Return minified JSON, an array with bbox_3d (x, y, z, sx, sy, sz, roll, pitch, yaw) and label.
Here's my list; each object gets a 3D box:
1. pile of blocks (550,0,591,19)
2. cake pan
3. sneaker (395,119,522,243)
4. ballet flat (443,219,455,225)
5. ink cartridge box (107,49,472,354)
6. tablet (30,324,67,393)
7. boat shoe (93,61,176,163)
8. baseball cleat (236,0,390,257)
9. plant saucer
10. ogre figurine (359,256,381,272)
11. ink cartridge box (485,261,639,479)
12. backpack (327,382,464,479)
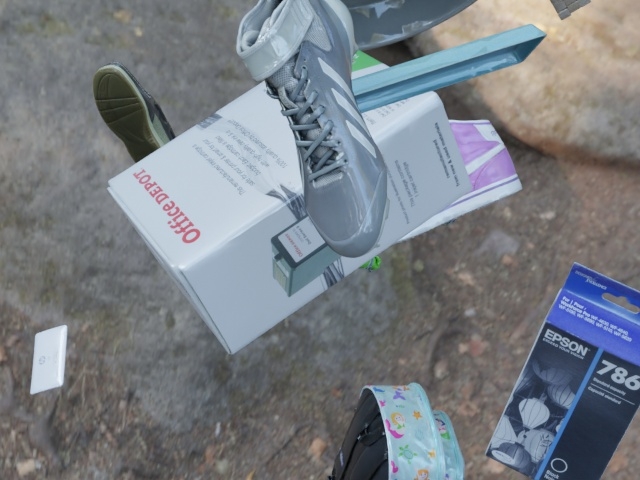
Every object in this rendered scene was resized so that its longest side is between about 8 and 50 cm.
[{"bbox_3d":[0.449,-0.547,2.031,0.149,0.112,0.362,54,20,-24],"label":"pile of blocks"},{"bbox_3d":[0.083,-0.304,1.182,0.293,0.293,0.054,-13,73,-25],"label":"cake pan"},{"bbox_3d":[0.150,-0.095,1.668,0.282,0.102,0.161,-25,94,-4],"label":"sneaker"},{"bbox_3d":[0.198,-0.067,1.986,0.114,0.041,0.041,40,54,10],"label":"ballet flat"},{"bbox_3d":[-0.035,-0.054,1.064,0.289,0.122,0.211,-34,37,-10],"label":"ink cartridge box"},{"bbox_3d":[-0.346,0.151,1.379,0.054,0.006,0.083,-18,58,25],"label":"tablet"},{"bbox_3d":[-0.288,-0.196,1.728,0.080,0.224,0.073,-9,40,23],"label":"boat shoe"},{"bbox_3d":[-0.012,-0.089,0.756,0.109,0.072,0.206,14,57,-48],"label":"baseball cleat"},{"bbox_3d":[0.087,-0.136,0.887,0.192,0.067,0.018,-20,83,-11],"label":"plant saucer"},{"bbox_3d":[0.000,0.000,1.828,0.197,0.118,0.097,43,91,11],"label":"ogre figurine"},{"bbox_3d":[0.361,0.206,1.513,0.165,0.333,0.065,25,32,15],"label":"ink cartridge box"},{"bbox_3d":[0.127,0.363,1.796,0.191,0.254,0.225,-2,42,-12],"label":"backpack"}]
